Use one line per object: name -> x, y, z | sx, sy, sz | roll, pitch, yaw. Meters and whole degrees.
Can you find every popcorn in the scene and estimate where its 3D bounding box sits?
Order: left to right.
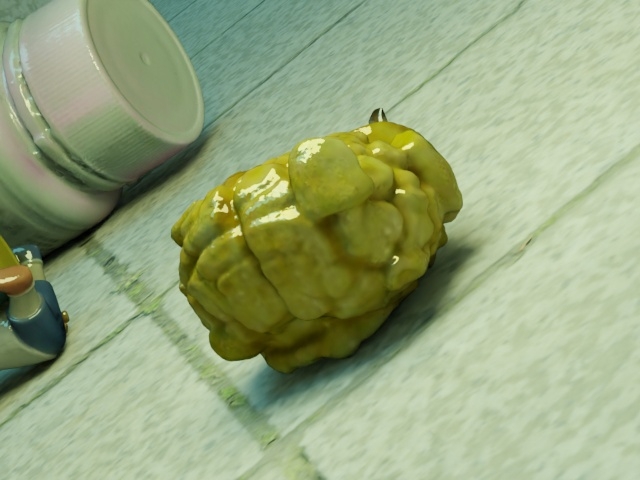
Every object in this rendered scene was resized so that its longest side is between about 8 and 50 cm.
popcorn -> 0.000, 0.003, 1.166 | 0.194, 0.140, 0.163 | -26, 8, 2

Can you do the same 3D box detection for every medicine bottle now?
medicine bottle -> -0.315, -0.124, 1.988 | 0.325, 0.256, 0.256 | -29, 18, 25

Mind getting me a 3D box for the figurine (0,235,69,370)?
figurine -> -0.363, 0.100, 1.629 | 0.275, 0.158, 0.161 | -37, 6, 0
